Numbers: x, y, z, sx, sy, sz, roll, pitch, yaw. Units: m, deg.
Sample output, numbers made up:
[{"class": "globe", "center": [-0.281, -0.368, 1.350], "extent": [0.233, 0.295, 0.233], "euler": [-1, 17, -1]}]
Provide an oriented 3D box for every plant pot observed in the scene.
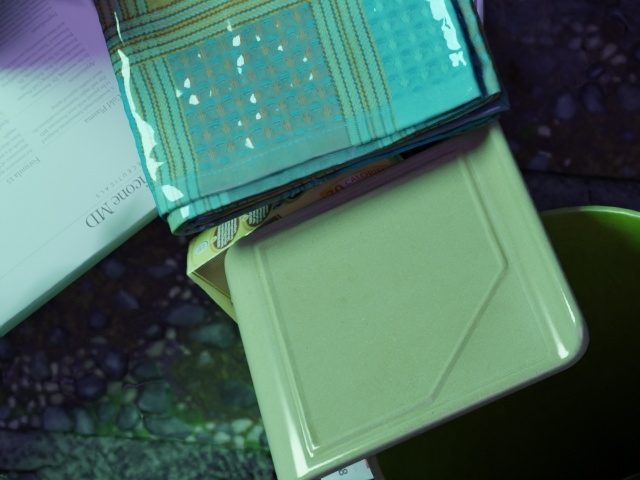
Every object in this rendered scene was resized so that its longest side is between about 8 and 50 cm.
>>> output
[{"class": "plant pot", "center": [0.210, 0.168, 1.178], "extent": [0.275, 0.293, 0.274], "euler": [-14, 52, 18]}]

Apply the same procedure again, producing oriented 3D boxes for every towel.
[{"class": "towel", "center": [-0.047, -0.216, 1.188], "extent": [0.271, 0.040, 0.370], "euler": [-21, 78, 12]}]

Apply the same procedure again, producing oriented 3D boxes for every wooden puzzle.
[{"class": "wooden puzzle", "center": [0.054, 0.045, 1.129], "extent": [0.239, 0.044, 0.221], "euler": [-28, 49, 13]}]

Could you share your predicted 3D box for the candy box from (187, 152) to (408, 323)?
[{"class": "candy box", "center": [0.000, 0.000, 1.256], "extent": [0.187, 0.053, 0.109], "euler": [-33, 119, 18]}]

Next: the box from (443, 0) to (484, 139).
[{"class": "box", "center": [0.045, -0.223, 1.270], "extent": [0.169, 0.087, 0.290], "euler": [-1, 92, 1]}]

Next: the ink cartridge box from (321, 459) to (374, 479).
[{"class": "ink cartridge box", "center": [0.019, 0.127, 1.240], "extent": [0.060, 0.180, 0.104], "euler": [-15, 92, 3]}]

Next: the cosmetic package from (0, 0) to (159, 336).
[{"class": "cosmetic package", "center": [-0.309, -0.061, 1.279], "extent": [0.377, 0.097, 0.284], "euler": [-37, 89, 2]}]
